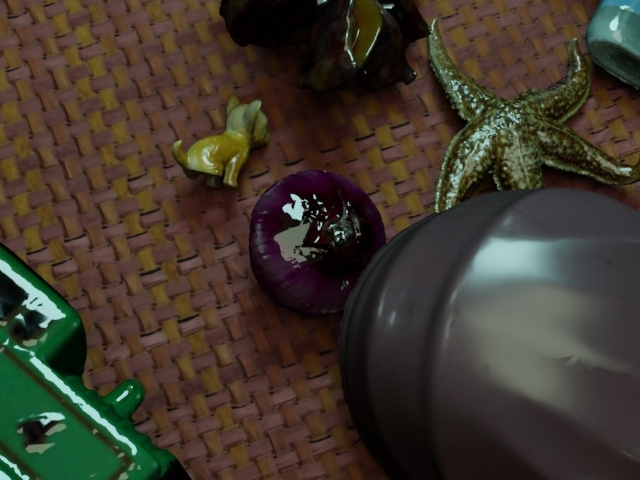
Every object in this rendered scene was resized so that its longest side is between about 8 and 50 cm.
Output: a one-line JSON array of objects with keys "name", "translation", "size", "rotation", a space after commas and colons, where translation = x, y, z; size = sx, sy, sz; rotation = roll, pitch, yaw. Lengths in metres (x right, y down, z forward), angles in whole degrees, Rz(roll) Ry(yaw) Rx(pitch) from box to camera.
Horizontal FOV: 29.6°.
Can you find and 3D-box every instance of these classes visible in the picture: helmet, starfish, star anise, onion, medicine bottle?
[{"name": "helmet", "translation": [0.184, 0.093, 0.836], "size": [0.338, 0.197, 0.271], "rotation": [22, 80, -2]}, {"name": "starfish", "translation": [0.151, -0.087, 0.979], "size": [0.213, 0.057, 0.238], "rotation": [-35, 79, -20]}, {"name": "star anise", "translation": [0.008, -0.200, 0.975], "size": [0.190, 0.126, 0.220], "rotation": [41, 47, 9]}, {"name": "onion", "translation": [0.000, 0.000, 0.920], "size": [0.115, 0.104, 0.115], "rotation": [4, 78, -19]}, {"name": "medicine bottle", "translation": [0.297, -0.226, 1.025], "size": [0.090, 0.054, 0.208], "rotation": [30, 69, -5]}]

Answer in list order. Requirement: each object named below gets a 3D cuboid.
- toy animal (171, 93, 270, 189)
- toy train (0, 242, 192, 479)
[{"name": "toy animal", "translation": [-0.077, -0.084, 0.962], "size": [0.081, 0.060, 0.083], "rotation": [29, 75, -31]}, {"name": "toy train", "translation": [-0.221, 0.167, 0.828], "size": [0.429, 0.178, 0.249], "rotation": [39, 64, 9]}]
